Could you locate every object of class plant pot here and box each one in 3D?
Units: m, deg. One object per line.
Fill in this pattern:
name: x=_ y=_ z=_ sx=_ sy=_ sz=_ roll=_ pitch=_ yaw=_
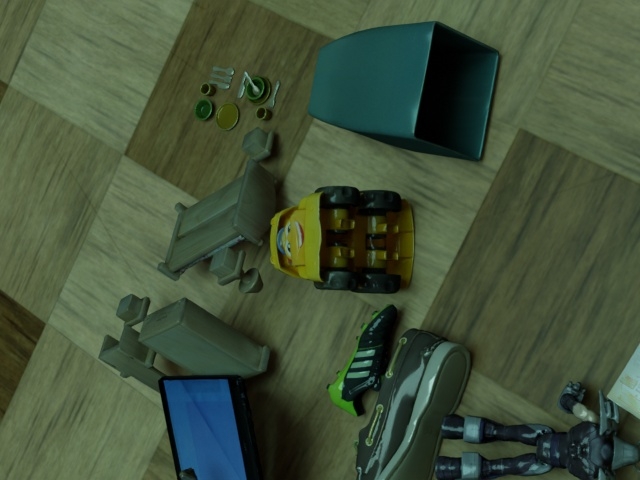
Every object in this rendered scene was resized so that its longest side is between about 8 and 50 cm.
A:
plant pot: x=0.107 y=-0.220 z=1.876 sx=0.234 sy=0.165 sz=0.166 roll=9 pitch=87 yaw=41

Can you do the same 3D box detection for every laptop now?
laptop: x=-0.158 y=0.332 z=1.920 sx=0.136 sy=0.264 sz=0.234 roll=-11 pitch=99 yaw=-5

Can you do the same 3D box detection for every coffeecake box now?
coffeecake box: x=0.453 y=0.137 z=1.604 sx=0.068 sy=0.142 sz=0.185 roll=35 pitch=101 yaw=31

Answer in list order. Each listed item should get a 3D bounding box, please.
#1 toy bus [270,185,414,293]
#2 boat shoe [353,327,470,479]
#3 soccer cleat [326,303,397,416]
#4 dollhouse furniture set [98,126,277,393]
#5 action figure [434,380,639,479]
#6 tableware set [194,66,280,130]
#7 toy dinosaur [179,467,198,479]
toy bus: x=0.000 y=0.000 z=1.876 sx=0.211 sy=0.220 sz=0.149 roll=0 pitch=87 yaw=38
boat shoe: x=0.106 y=0.284 z=1.821 sx=0.096 sy=0.116 sz=0.324 roll=22 pitch=90 yaw=38
soccer cleat: x=0.077 y=0.177 z=1.892 sx=0.072 sy=0.060 sz=0.179 roll=35 pitch=108 yaw=22
dollhouse furniture set: x=-0.165 y=0.046 z=2.075 sx=0.303 sy=0.174 sz=0.355 roll=-26 pitch=39 yaw=40
action figure: x=0.298 y=0.276 z=1.705 sx=0.285 sy=0.099 sz=0.185 roll=-2 pitch=67 yaw=29
tableware set: x=-0.141 y=-0.230 z=2.112 sx=0.154 sy=0.024 sz=0.104 roll=18 pitch=92 yaw=33
toy dinosaur: x=-0.186 y=0.450 z=1.967 sx=0.064 sy=0.112 sz=0.211 roll=0 pitch=113 yaw=-7
